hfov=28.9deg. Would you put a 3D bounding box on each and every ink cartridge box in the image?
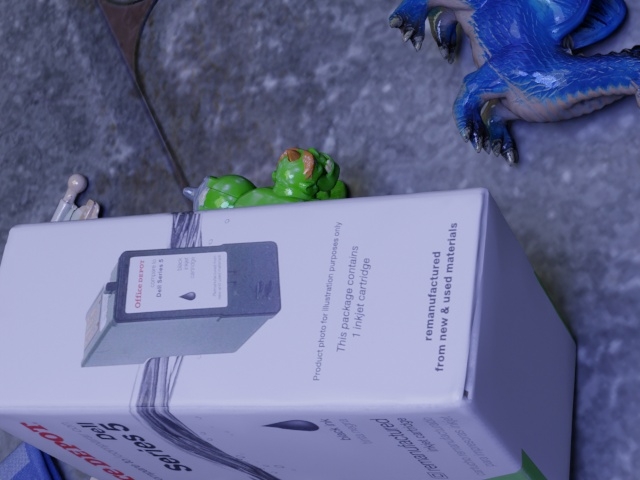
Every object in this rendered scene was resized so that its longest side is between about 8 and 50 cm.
[{"bbox_3d":[-0.018,0.072,0.676,0.273,0.198,0.115,-4,62,24],"label":"ink cartridge box"}]

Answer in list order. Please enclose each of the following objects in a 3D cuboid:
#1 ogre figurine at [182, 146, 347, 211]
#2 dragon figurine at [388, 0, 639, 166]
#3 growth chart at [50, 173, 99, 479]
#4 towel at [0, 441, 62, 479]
[{"bbox_3d":[0.000,0.000,0.774,0.197,0.118,0.097,45,106,35],"label":"ogre figurine"},{"bbox_3d":[0.125,-0.144,0.735,0.144,0.085,0.289,-37,64,22],"label":"dragon figurine"},{"bbox_3d":[-0.167,0.075,0.941,0.237,0.021,0.172,38,103,37],"label":"growth chart"},{"bbox_3d":[-0.264,0.314,0.946,0.285,0.034,0.209,-46,56,18],"label":"towel"}]
